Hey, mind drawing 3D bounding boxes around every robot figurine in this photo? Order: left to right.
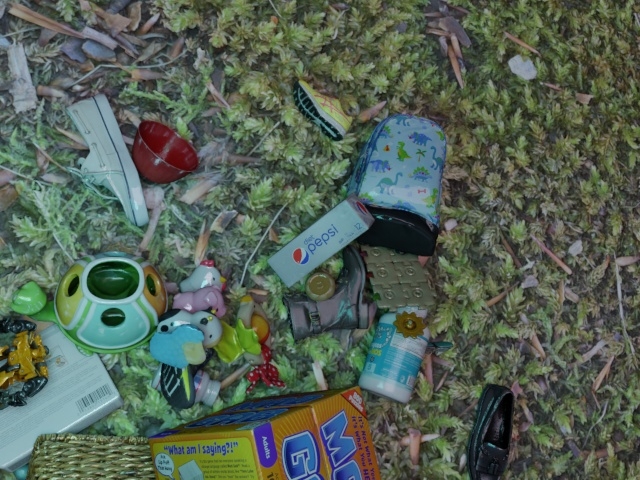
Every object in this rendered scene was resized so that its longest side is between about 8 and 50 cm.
[{"bbox_3d":[-0.755,0.301,1.508,0.290,0.085,0.211,-20,70,-2],"label":"robot figurine"}]

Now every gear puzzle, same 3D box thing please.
[{"bbox_3d":[0.219,0.135,1.789,0.175,0.044,0.339,-3,45,-11],"label":"gear puzzle"}]

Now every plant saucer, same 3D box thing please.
[{"bbox_3d":[-0.002,0.121,1.761,0.083,0.015,0.084,-1,70,3],"label":"plant saucer"}]

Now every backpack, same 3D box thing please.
[{"bbox_3d":[0.221,-0.176,1.833,0.290,0.273,0.356,16,56,4],"label":"backpack"}]

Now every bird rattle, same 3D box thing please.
[{"bbox_3d":[-0.162,0.259,1.684,0.253,0.143,0.207,51,32,-41],"label":"bird rattle"}]

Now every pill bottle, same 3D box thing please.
[{"bbox_3d":[-0.337,0.359,1.662,0.160,0.087,0.087,25,76,-10],"label":"pill bottle"},{"bbox_3d":[0.209,0.297,1.794,0.146,0.146,0.264,24,75,-11],"label":"pill bottle"}]

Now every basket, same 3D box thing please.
[{"bbox_3d":[-0.526,0.596,1.525,0.299,0.213,0.223,9,44,-26],"label":"basket"}]

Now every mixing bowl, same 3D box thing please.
[{"bbox_3d":[-0.417,-0.213,1.706,0.181,0.181,0.098,44,114,-5],"label":"mixing bowl"}]

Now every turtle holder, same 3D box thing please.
[{"bbox_3d":[-0.522,0.124,1.553,0.320,0.227,0.243,24,60,-6],"label":"turtle holder"}]

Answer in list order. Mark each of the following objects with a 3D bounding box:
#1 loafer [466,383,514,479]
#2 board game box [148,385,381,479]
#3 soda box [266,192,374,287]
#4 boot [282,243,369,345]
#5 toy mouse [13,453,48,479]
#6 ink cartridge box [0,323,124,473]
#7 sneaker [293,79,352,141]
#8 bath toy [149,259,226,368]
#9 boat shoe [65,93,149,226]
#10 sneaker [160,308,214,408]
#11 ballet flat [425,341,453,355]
[{"bbox_3d":[0.486,0.557,1.855,0.109,0.095,0.303,14,78,-13],"label":"loafer"},{"bbox_3d":[-0.110,0.558,1.485,0.356,0.356,0.357,-7,82,-50],"label":"board game box"},{"bbox_3d":[0.000,0.000,1.729,0.286,0.091,0.098,-38,93,23],"label":"soda box"},{"bbox_3d":[0.009,0.144,1.796,0.228,0.091,0.263,-5,75,-8],"label":"boot"},{"bbox_3d":[-0.678,0.528,1.569,0.160,0.031,0.143,-1,82,-16],"label":"toy mouse"},{"bbox_3d":[-0.665,0.360,1.583,0.296,0.066,0.261,-30,65,-18],"label":"ink cartridge box"},{"bbox_3d":[0.009,-0.385,1.888,0.208,0.081,0.094,46,66,-11],"label":"sneaker"},{"bbox_3d":[-0.293,0.160,1.580,0.151,0.348,0.129,20,114,-7],"label":"bath toy"},{"bbox_3d":[-0.558,-0.189,1.663,0.156,0.136,0.367,-21,84,-18],"label":"boat shoe"},{"bbox_3d":[-0.315,0.283,1.602,0.121,0.111,0.300,20,32,-26],"label":"sneaker"},{"bbox_3d":[0.324,0.309,1.885,0.114,0.041,0.041,3,80,-15],"label":"ballet flat"}]
